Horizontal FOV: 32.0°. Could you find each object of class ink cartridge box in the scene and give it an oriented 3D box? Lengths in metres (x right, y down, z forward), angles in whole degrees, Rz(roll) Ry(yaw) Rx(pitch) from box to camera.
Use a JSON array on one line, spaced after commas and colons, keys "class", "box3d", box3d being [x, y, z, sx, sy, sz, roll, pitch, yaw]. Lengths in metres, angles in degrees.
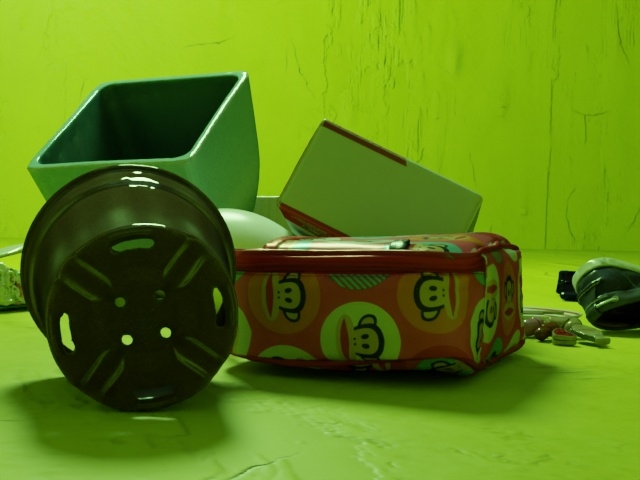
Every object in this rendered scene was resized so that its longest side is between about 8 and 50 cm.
[{"class": "ink cartridge box", "box3d": [0.072, -0.016, 1.306, 0.197, 0.114, 0.273, 27, -8, 9]}]

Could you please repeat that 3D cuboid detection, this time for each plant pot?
[{"class": "plant pot", "box3d": [-0.219, -0.068, 1.595, 0.247, 0.252, 0.248, -2, 35, 20]}, {"class": "plant pot", "box3d": [-0.132, 0.037, 0.794, 0.166, 0.167, 0.165, 2, 10, -12]}]

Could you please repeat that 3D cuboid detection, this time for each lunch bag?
[{"class": "lunch bag", "box3d": [0.040, 0.055, 1.007, 0.258, 0.120, 0.293, -1, -1, 20]}]

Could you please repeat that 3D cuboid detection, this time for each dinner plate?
[{"class": "dinner plate", "box3d": [0.249, 0.093, 1.369, 0.141, 0.017, 0.141, 3, 3, 0]}]

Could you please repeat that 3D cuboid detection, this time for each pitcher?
[{"class": "pitcher", "box3d": [-0.059, 0.041, 1.294, 0.207, 0.126, 0.178, 14, -9, 17]}]

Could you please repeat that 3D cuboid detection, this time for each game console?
[{"class": "game console", "box3d": [0.435, 0.087, 1.756, 0.122, 0.071, 0.107, 2, 32, 9]}]

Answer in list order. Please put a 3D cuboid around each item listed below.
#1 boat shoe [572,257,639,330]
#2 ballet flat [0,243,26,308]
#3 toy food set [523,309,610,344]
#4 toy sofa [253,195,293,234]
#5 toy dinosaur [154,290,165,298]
[{"class": "boat shoe", "box3d": [0.414, 0.082, 1.323, 0.233, 0.084, 0.079, 8, 39, -13]}, {"class": "ballet flat", "box3d": [-0.343, 0.042, 1.361, 0.091, 0.077, 0.241, 2, 1, 28]}, {"class": "toy food set", "box3d": [0.255, 0.099, 1.209, 0.077, 0.019, 0.122, 1, 10, -8]}, {"class": "toy sofa", "box3d": [0.000, 0.000, 1.845, 0.177, 0.150, 0.362, 1, 2, 13]}, {"class": "toy dinosaur", "box3d": [-0.191, 0.065, 1.467, 0.092, 0.053, 0.183, -13, -9, 14]}]
